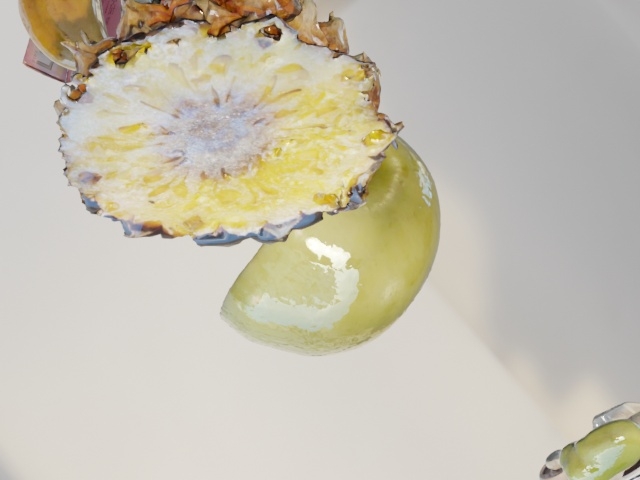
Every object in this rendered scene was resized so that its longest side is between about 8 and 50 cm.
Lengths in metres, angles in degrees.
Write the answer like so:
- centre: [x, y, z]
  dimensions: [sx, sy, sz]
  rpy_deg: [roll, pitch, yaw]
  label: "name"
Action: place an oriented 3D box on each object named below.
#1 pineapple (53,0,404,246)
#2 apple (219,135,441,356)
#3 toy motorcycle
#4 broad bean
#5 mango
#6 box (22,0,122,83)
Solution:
- centre: [-0.070, -0.170, 1.406]
  dimensions: [0.262, 0.262, 0.272]
  rpy_deg: [-40, -140, 39]
  label: "pineapple"
- centre: [0.020, 0.001, 2.300]
  dimensions: [0.295, 0.233, 0.258]
  rpy_deg: [-80, -174, -47]
  label: "apple"
- centre: [0.372, 0.260, 2.322]
  dimensions: [0.254, 0.112, 0.112]
  rpy_deg: [-29, -173, 30]
  label: "toy motorcycle"
- centre: [0.257, 0.191, 1.745]
  dimensions: [0.083, 0.063, 0.045]
  rpy_deg: [-34, -138, 21]
  label: "broad bean"
- centre: [-0.231, -0.202, 1.767]
  dimensions: [0.080, 0.114, 0.060]
  rpy_deg: [-22, 164, -37]
  label: "mango"
- centre: [-0.239, -0.242, 1.984]
  dimensions: [0.111, 0.060, 0.156]
  rpy_deg: [-21, 135, -64]
  label: "box"
